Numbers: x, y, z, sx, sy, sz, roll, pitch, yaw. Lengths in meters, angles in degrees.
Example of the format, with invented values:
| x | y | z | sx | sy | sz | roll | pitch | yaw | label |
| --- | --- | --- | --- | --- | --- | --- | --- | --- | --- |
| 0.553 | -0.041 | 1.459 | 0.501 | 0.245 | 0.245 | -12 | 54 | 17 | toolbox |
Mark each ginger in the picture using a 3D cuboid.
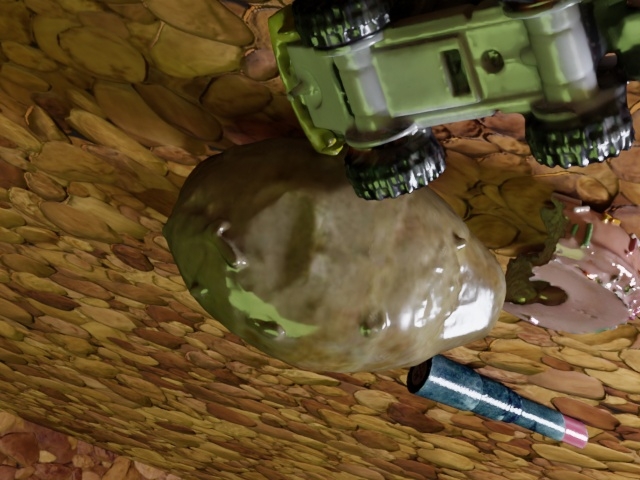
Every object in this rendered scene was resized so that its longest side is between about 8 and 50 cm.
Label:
| x | y | z | sx | sy | sz | roll | pitch | yaw | label |
| --- | --- | --- | --- | --- | --- | --- | --- | --- | --- |
| 0.000 | 0.000 | 0.890 | 0.245 | 0.155 | 0.304 | 7 | -175 | -11 | ginger |

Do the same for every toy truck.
| x | y | z | sx | sy | sz | roll | pitch | yaw | label |
| --- | --- | --- | --- | --- | --- | --- | --- | --- | --- |
| 0.101 | -0.110 | 0.677 | 0.286 | 0.111 | 0.136 | -5 | 119 | 32 | toy truck |

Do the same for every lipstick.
| x | y | z | sx | sy | sz | roll | pitch | yaw | label |
| --- | --- | --- | --- | --- | --- | --- | --- | --- | --- |
| 0.212 | 0.192 | 1.381 | 0.234 | 0.053 | 0.053 | 24 | 158 | -18 | lipstick |

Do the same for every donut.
| x | y | z | sx | sy | sz | roll | pitch | yaw | label |
| --- | --- | --- | --- | --- | --- | --- | --- | --- | --- |
| 0.211 | 0.028 | 0.971 | 0.117 | 0.065 | 0.166 | 23 | 159 | -5 | donut |
